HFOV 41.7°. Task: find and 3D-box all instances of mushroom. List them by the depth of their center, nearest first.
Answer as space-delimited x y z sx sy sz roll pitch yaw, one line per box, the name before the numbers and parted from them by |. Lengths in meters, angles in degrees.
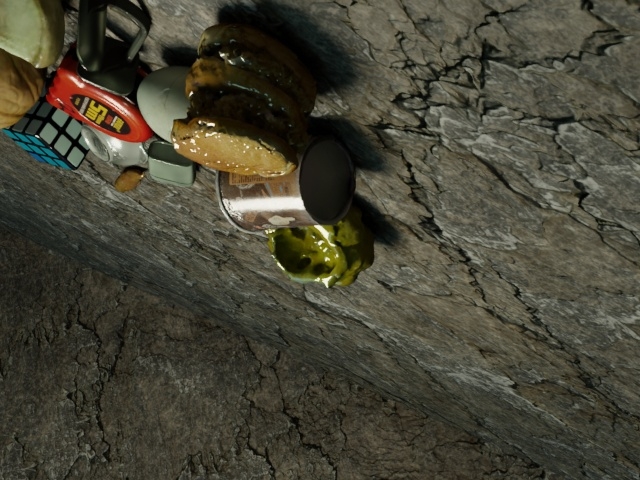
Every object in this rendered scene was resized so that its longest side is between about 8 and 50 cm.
mushroom | -0.610 -0.481 1.598 0.291 0.212 0.217 18 -154 -4

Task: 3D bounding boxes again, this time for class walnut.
walnut | -0.738 -0.386 1.780 0.252 0.277 0.313 -14 134 35

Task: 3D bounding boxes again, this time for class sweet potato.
sweet potato | -0.538 -0.174 2.383 0.068 0.060 0.206 -5 176 -29

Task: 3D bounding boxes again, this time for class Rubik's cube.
Rubik's cube | -0.665 -0.291 2.092 0.160 0.163 0.162 16 161 34

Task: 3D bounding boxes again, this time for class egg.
egg | -0.263 -0.259 1.617 0.209 0.151 0.151 22 160 21

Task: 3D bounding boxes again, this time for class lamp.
lamp | -0.384 -0.341 1.523 0.124 0.203 0.283 12 160 -10

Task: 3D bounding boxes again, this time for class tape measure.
tape measure | -0.458 -0.316 1.808 0.260 0.114 0.253 31 161 -17

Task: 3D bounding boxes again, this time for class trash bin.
trash bin | -0.364 -0.188 2.064 0.116 0.059 0.130 12 161 -4

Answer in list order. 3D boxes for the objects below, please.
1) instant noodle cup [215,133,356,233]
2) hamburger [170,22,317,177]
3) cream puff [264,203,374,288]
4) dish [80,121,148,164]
instant noodle cup | -0.060 -0.117 1.639 0.207 0.217 0.217 3 149 40
hamburger | -0.124 -0.228 1.413 0.245 0.211 0.260 15 164 16
cream puff | -0.020 0.003 1.874 0.281 0.185 0.282 30 153 17
dish | -0.514 -0.244 2.020 0.224 0.078 0.246 45 154 7
